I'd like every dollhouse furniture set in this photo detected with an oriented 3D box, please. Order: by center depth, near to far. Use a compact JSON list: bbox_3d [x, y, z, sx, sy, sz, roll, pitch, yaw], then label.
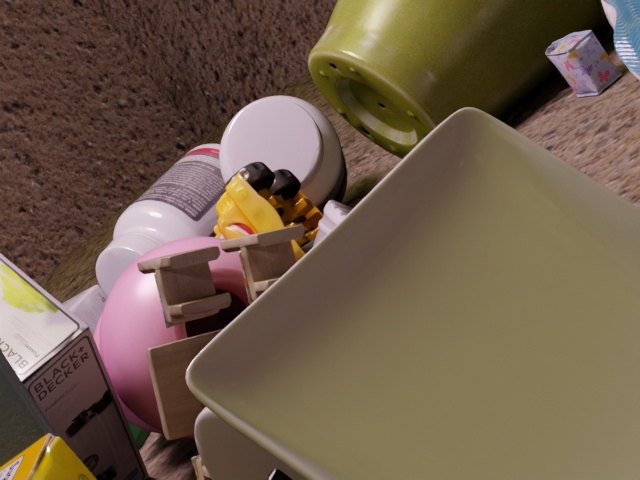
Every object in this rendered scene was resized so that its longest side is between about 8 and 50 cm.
[{"bbox_3d":[-0.034,0.098,1.126,0.242,0.212,0.161,-13,2,-27],"label":"dollhouse furniture set"}]

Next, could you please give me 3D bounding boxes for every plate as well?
[{"bbox_3d":[0.112,0.076,0.753,0.278,0.277,0.045,-43,-23,-30],"label":"plate"}]

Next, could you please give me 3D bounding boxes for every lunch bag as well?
[{"bbox_3d":[0.317,-0.216,1.622,0.053,0.071,0.083,-41,11,-11],"label":"lunch bag"}]

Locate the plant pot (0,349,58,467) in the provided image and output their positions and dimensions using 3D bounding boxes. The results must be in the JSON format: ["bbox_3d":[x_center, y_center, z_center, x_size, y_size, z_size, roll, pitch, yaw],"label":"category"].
[{"bbox_3d":[-0.330,0.270,1.191,0.248,0.252,0.247,-42,13,-23],"label":"plant pot"}]

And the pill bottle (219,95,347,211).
[{"bbox_3d":[-0.051,-0.107,1.852,0.169,0.169,0.301,-37,-7,0],"label":"pill bottle"}]

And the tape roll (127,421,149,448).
[{"bbox_3d":[-0.353,0.285,1.640,0.321,0.077,0.321,-36,12,9],"label":"tape roll"}]

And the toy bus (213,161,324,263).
[{"bbox_3d":[-0.087,0.027,1.583,0.211,0.149,0.220,-40,-13,10],"label":"toy bus"}]

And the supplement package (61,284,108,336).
[{"bbox_3d":[-0.388,0.200,1.926,0.139,0.134,0.244,-26,16,43],"label":"supplement package"}]

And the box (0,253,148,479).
[{"bbox_3d":[-0.284,0.153,1.357,0.169,0.290,0.087,34,63,30],"label":"box"}]

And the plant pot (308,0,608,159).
[{"bbox_3d":[0.174,-0.303,1.806,0.353,0.366,0.366,-52,15,-13],"label":"plant pot"}]

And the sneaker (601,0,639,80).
[{"bbox_3d":[0.378,-0.237,1.509,0.087,0.092,0.229,-30,33,21],"label":"sneaker"}]

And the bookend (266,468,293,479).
[{"bbox_3d":[-0.025,0.208,0.748,0.157,0.156,0.072,-23,32,53],"label":"bookend"}]

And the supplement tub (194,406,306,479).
[{"bbox_3d":[0.068,0.085,0.891,0.272,0.191,0.191,-44,13,-29],"label":"supplement tub"}]

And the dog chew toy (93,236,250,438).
[{"bbox_3d":[-0.151,0.118,1.431,0.206,0.207,0.332,-43,4,-25],"label":"dog chew toy"}]

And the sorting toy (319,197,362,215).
[{"bbox_3d":[0.000,0.000,1.777,0.347,0.047,0.196,-39,12,-9],"label":"sorting toy"}]

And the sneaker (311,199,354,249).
[{"bbox_3d":[0.050,0.054,1.357,0.281,0.105,0.115,-121,53,-71],"label":"sneaker"}]

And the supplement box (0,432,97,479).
[{"bbox_3d":[-0.283,0.337,0.939,0.356,0.195,0.194,-35,12,14],"label":"supplement box"}]

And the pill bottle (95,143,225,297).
[{"bbox_3d":[-0.228,-0.015,2.183,0.176,0.176,0.318,-28,14,38],"label":"pill bottle"}]
